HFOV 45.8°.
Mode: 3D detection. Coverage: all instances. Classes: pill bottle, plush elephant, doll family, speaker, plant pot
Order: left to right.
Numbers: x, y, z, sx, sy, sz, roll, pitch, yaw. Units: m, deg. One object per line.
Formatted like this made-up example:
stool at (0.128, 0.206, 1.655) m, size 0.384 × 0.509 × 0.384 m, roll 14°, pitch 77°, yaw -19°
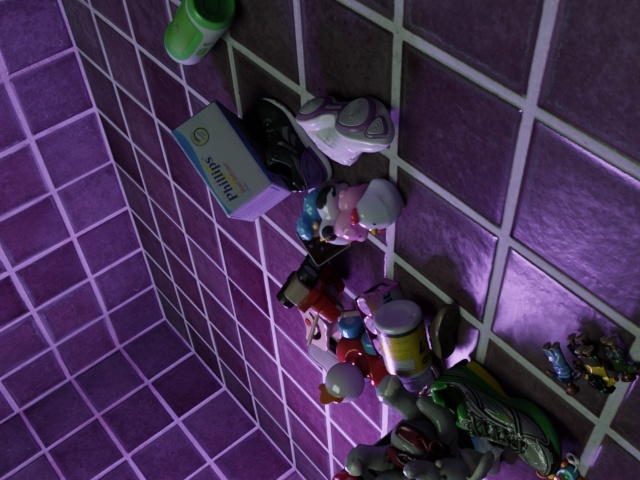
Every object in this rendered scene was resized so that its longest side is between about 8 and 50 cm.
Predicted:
speaker at (-0.307, -0.541, 1.905) m, size 0.131 × 0.131 × 0.296 m, roll 60°, pitch 156°, yaw -6°
plant pot at (0.000, 0.000, 2.019) m, size 0.109 × 0.109 × 0.096 m, roll 57°, pitch 168°, yaw 0°
pill bottle at (0.206, 0.259, 1.849) m, size 0.119 × 0.119 × 0.209 m, roll 27°, pitch 141°, yaw 49°
plush elephant at (0.252, 0.524, 1.774) m, size 0.330 × 0.272 × 0.255 m, roll 27°, pitch -172°, yaw -17°
doll family at (0.496, 0.236, 1.402) m, size 0.111 × 0.076 × 0.193 m, roll 57°, pitch 162°, yaw -11°

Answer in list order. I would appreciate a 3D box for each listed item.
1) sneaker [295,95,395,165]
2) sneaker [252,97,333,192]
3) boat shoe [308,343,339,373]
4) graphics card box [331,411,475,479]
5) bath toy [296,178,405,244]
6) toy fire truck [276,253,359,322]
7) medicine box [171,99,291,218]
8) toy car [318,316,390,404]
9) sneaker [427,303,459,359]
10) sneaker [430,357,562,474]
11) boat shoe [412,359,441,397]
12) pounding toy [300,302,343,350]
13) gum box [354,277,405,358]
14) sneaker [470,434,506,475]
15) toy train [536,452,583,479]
sneaker at (0.073, -0.227, 1.620) m, size 0.305 × 0.114 × 0.152 m, roll 28°, pitch 157°, yaw 55°
sneaker at (-0.101, -0.238, 1.883) m, size 0.283 × 0.124 × 0.107 m, roll 49°, pitch 154°, yaw 19°
boat shoe at (0.053, 0.402, 2.410) m, size 0.254 × 0.079 × 0.095 m, roll 34°, pitch 107°, yaw 51°
graphics card box at (0.241, 0.597, 1.956) m, size 0.233 × 0.371 × 0.094 m, roll 53°, pitch 161°, yaw 6°
bath toy at (0.064, -0.058, 1.788) m, size 0.348 × 0.129 × 0.151 m, roll -4°, pitch 116°, yaw 63°
toy fire truck at (0.035, 0.149, 2.074) m, size 0.246 × 0.158 × 0.217 m, roll 40°, pitch -163°, yaw -3°
medicine box at (-0.226, -0.201, 2.000) m, size 0.263 × 0.149 × 0.289 m, roll 55°, pitch -175°, yaw 5°
toy car at (0.078, 0.375, 2.159) m, size 0.210 × 0.238 × 0.219 m, roll 29°, pitch 144°, yaw 47°
sneaker at (0.277, 0.205, 1.782) m, size 0.071 × 0.066 × 0.188 m, roll 45°, pitch 153°, yaw 37°
sneaker at (0.388, 0.412, 1.699) m, size 0.343 × 0.146 × 0.134 m, roll 34°, pitch 133°, yaw 40°
boat shoe at (0.250, 0.395, 2.029) m, size 0.095 × 0.095 × 0.257 m, roll 47°, pitch 154°, yaw 22°
pounding toy at (-0.032, 0.236, 2.297) m, size 0.154 × 0.155 × 0.270 m, roll 38°, pitch 150°, yaw 28°
gum box at (0.167, 0.196, 1.927) m, size 0.062 × 0.107 × 0.188 m, roll 18°, pitch 135°, yaw 56°
sneaker at (0.426, 0.520, 1.885) m, size 0.083 × 0.071 × 0.191 m, roll 15°, pitch 133°, yaw 49°
toy train at (0.513, 0.502, 1.720) m, size 0.166 × 0.046 × 0.125 m, roll 17°, pitch 134°, yaw 56°
